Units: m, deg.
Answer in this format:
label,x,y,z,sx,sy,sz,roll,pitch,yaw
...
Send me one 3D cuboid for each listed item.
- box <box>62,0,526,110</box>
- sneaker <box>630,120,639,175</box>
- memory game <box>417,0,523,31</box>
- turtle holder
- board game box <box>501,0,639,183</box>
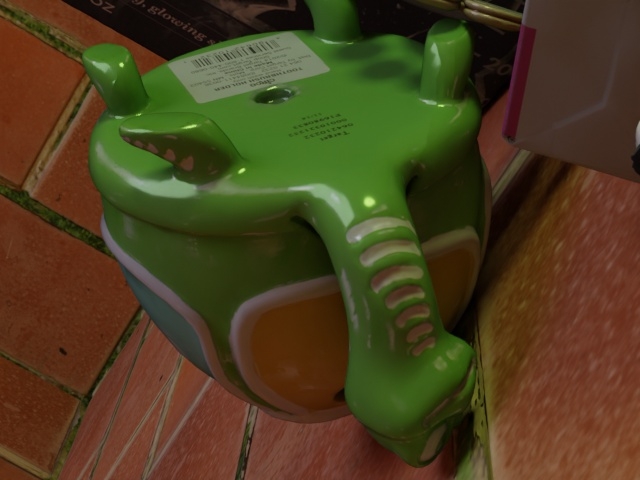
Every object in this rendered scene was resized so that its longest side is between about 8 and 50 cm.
label,x,y,z,sx,sy,sz,roll,pitch,yaw
box,0.006,-0.357,1.236,0.472,0.479,0.297,-50,14,51
sneaker,0.182,-0.060,0.487,0.108,0.100,0.271,-55,7,-9
memory game,0.095,-0.143,0.997,0.186,0.186,0.012,-104,32,-78
turtle holder,0.008,-0.009,0.980,0.243,0.320,0.227,-33,-54,-38
board game box,0.178,-0.210,0.769,0.224,0.097,0.303,95,-164,-49
